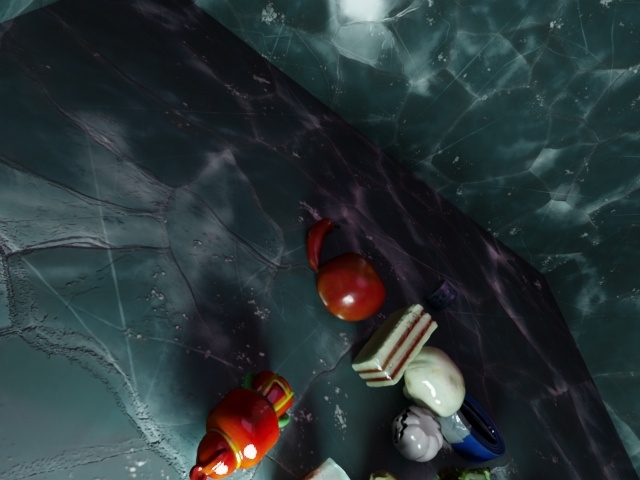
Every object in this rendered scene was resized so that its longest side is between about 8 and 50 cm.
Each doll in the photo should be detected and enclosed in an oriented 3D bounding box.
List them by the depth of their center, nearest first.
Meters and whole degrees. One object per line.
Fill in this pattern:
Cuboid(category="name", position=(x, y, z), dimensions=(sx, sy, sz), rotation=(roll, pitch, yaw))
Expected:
Cuboid(category="doll", position=(-0.198, 0.479, 1.039), dimensions=(0.182, 0.160, 0.363), rotation=(56, 35, 1))

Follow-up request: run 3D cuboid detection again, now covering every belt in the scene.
Cuboid(category="belt", position=(0.599, 0.758, 1.659), dimensions=(0.347, 0.117, 0.212), rotation=(47, 33, -2))

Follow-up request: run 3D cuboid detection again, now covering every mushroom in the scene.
Cuboid(category="mushroom", position=(0.422, 0.553, 1.565), dimensions=(0.254, 0.234, 0.260), rotation=(22, 47, -24))

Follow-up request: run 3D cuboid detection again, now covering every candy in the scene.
Cuboid(category="candy", position=(0.277, 0.393, 1.522), dimensions=(0.135, 0.179, 0.321), rotation=(48, 61, 1))

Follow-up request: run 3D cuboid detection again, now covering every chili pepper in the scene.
Cuboid(category="chili pepper", position=(-0.005, -0.002, 1.818), dimensions=(0.137, 0.092, 0.368), rotation=(55, 37, -22))

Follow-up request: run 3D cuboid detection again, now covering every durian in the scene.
Cuboid(category="durian", position=(0.492, 0.865, 1.438), dimensions=(0.375, 0.106, 0.132), rotation=(14, 48, -40))

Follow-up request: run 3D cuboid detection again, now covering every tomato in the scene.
Cuboid(category="tomato", position=(0.130, 0.185, 1.633), dimensions=(0.298, 0.226, 0.298), rotation=(29, 41, -28))

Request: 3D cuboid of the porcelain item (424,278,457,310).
Cuboid(category="porcelain item", position=(0.646, 0.293, 2.147), dimensions=(0.114, 0.147, 0.147), rotation=(46, 34, 0))

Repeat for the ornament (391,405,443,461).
Cuboid(category="ornament", position=(0.337, 0.686, 1.424), dimensions=(0.177, 0.177, 0.177), rotation=(28, 38, -25))

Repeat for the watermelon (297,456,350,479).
Cuboid(category="watermelon", position=(-0.021, 0.736, 1.033), dimensions=(0.226, 0.148, 0.318), rotation=(13, 58, -15))

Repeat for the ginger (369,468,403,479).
Cuboid(category="ginger", position=(0.238, 0.829, 1.160), dimensions=(0.375, 0.176, 0.256), rotation=(33, 54, -22))

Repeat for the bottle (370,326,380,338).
Cuboid(category="bottle", position=(0.304, 0.439, 1.677), dimensions=(0.209, 0.097, 0.110), rotation=(38, 19, -12))
